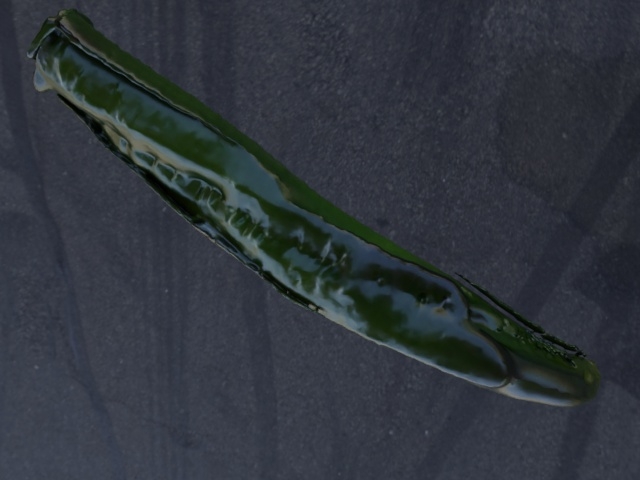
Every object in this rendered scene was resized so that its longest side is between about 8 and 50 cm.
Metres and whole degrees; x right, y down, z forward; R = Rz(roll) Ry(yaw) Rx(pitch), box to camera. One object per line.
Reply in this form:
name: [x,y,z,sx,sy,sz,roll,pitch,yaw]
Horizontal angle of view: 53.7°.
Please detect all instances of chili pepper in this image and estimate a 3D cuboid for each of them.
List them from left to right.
chili pepper: [0.000,0.000,0.351,0.359,0.076,0.085,34,157,-1]
